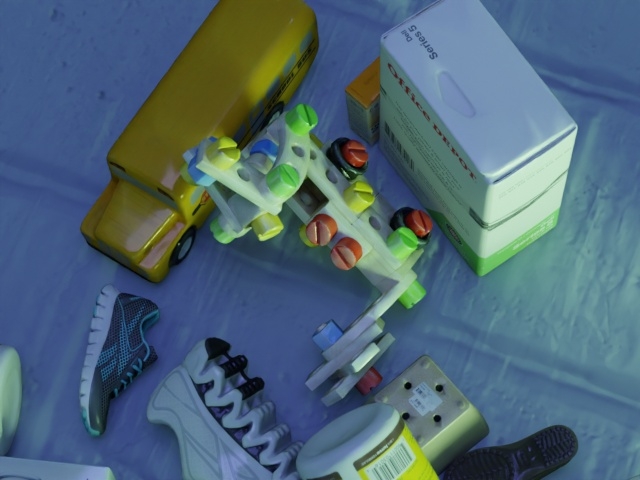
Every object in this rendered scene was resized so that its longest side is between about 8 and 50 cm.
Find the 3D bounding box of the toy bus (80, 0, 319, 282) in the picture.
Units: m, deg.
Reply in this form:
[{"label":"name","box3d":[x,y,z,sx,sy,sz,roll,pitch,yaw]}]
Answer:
[{"label":"toy bus","box3d":[-0.132,-0.122,2.063,0.108,0.130,0.333,31,73,12]}]

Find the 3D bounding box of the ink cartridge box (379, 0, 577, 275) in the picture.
[{"label":"ink cartridge box","box3d":[0.158,-0.109,1.974,0.115,0.273,0.198,-33,72,-10]}]

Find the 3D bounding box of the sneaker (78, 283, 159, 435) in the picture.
[{"label":"sneaker","box3d":[-0.213,0.129,2.010,0.076,0.065,0.166,9,72,1]}]

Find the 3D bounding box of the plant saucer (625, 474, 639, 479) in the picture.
[{"label":"plant saucer","box3d":[0.391,0.423,1.857,0.400,0.100,0.400,-2,70,4]}]

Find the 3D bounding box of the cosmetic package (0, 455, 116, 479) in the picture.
[{"label":"cosmetic package","box3d":[-0.411,0.357,1.912,0.377,0.097,0.284,5,68,3]}]

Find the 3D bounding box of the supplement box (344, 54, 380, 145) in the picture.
[{"label":"supplement box","box3d":[0.062,-0.155,2.087,0.036,0.098,0.062,41,77,19]}]

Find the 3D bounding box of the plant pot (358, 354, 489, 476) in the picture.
[{"label":"plant pot","box3d":[0.104,0.181,1.962,0.109,0.096,0.109,-39,73,-11]}]

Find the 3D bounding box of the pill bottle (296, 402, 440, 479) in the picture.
[{"label":"pill bottle","box3d":[0.075,0.277,1.884,0.117,0.117,0.215,-33,101,-10]}]

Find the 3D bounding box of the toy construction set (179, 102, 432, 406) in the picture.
[{"label":"toy construction set","box3d":[0.000,0.000,1.969,0.151,0.215,0.328,-22,105,33]}]

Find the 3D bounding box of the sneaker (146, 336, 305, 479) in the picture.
[{"label":"sneaker","box3d":[-0.068,0.245,1.951,0.118,0.110,0.292,-39,78,15]}]

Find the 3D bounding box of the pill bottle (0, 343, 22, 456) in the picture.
[{"label":"pill bottle","box3d":[-0.429,0.159,1.971,0.216,0.121,0.121,5,70,4]}]

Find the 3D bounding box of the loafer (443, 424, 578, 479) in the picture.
[{"label":"loafer","box3d":[0.201,0.237,1.965,0.148,0.050,0.056,-19,66,11]}]
